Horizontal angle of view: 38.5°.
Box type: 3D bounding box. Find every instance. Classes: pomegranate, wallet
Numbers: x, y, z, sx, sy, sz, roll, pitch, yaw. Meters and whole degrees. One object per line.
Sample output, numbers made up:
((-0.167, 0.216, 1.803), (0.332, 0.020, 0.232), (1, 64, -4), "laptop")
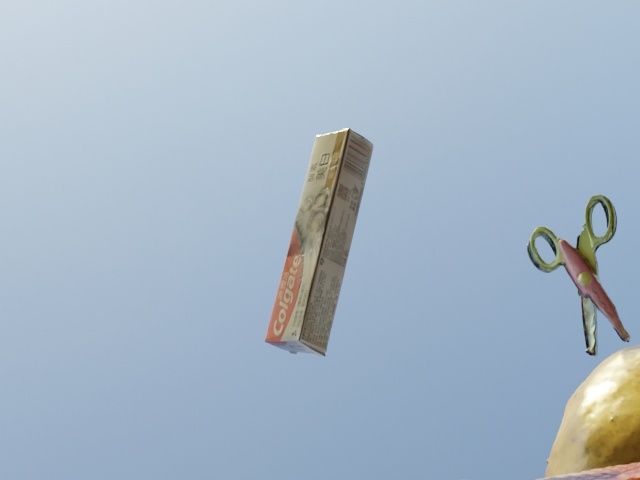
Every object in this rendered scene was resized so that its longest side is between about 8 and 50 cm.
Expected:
((0.354, 0.230, 0.878), (0.281, 0.281, 0.281), (-2, -130, 2), "pomegranate")
((0.238, 0.165, 0.648), (0.196, 0.103, 0.020), (-9, -105, -2), "wallet")

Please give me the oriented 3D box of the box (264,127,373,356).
((0.000, 0.000, 0.882), (0.055, 0.039, 0.218), (-4, -114, 47), "box")

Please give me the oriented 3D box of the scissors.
((0.326, 0.047, 1.126), (0.020, 0.133, 0.187), (11, -124, -38), "scissors")
